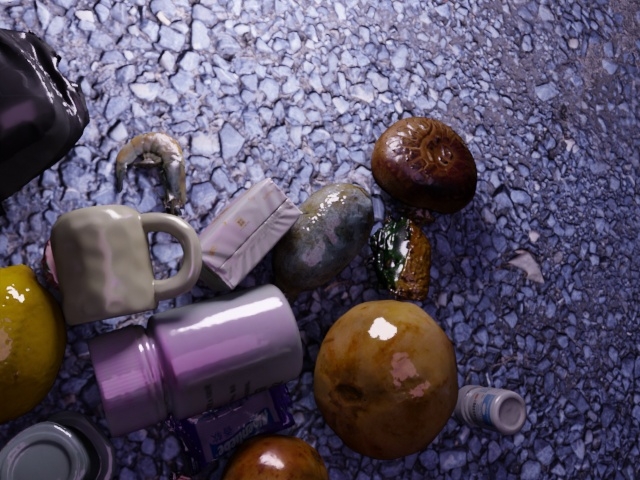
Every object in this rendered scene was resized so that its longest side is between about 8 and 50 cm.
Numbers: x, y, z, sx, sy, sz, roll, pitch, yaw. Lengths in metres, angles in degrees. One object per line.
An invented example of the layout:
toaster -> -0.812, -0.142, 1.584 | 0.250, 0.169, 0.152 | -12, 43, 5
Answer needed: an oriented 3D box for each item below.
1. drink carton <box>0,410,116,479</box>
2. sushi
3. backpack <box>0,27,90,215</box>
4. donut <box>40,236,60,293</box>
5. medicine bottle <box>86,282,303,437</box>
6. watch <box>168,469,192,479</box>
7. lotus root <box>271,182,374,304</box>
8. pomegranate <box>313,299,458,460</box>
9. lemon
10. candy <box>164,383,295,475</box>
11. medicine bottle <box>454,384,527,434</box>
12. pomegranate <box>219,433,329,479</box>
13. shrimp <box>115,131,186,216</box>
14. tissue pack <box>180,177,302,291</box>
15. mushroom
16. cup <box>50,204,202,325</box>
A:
drink carton -> -0.489, 0.405, 1.081 | 0.191, 0.190, 0.185 | -38, 78, -22
sushi -> 0.182, 0.058, 1.432 | 0.140, 0.149, 0.287 | 35, 45, -21
backpack -> -0.654, -0.205, 1.087 | 0.445, 0.255, 0.363 | -30, 93, -9
donut -> -0.501, 0.056, 1.207 | 0.117, 0.065, 0.166 | -33, 94, -24
medicine bottle -> -0.247, 0.235, 1.199 | 0.388, 0.219, 0.219 | -15, 88, -24
watch -> -0.307, 0.555, 1.208 | 0.268, 0.102, 0.165 | 47, 62, 0
lotus root -> 0.001, -0.001, 1.364 | 0.175, 0.175, 0.349 | 42, 70, -11
pomegranate -> 0.150, 0.299, 1.317 | 0.338, 0.338, 0.338 | 3, 81, -22
lemon -> -0.578, 0.188, 1.070 | 0.235, 0.236, 0.263 | -9, 69, -23
candy -> -0.186, 0.385, 1.286 | 0.275, 0.070, 0.145 | -20, 96, -28
medicine bottle -> 0.416, 0.414, 1.469 | 0.105, 0.168, 0.105 | 3, 81, -21
pomegranate -> -0.094, 0.516, 1.219 | 0.248, 0.248, 0.248 | 3, 81, -22
shrimp -> -0.367, -0.134, 1.302 | 0.150, 0.051, 0.217 | -7, 77, -20
tissue pack -> -0.175, -0.008, 1.284 | 0.124, 0.185, 0.225 | 46, 69, -13
mushroom -> 0.265, -0.178, 1.499 | 0.297, 0.163, 0.278 | 6, 79, -23
cup -> -0.367, 0.037, 1.106 | 0.255, 0.173, 0.202 | -13, 85, 21
